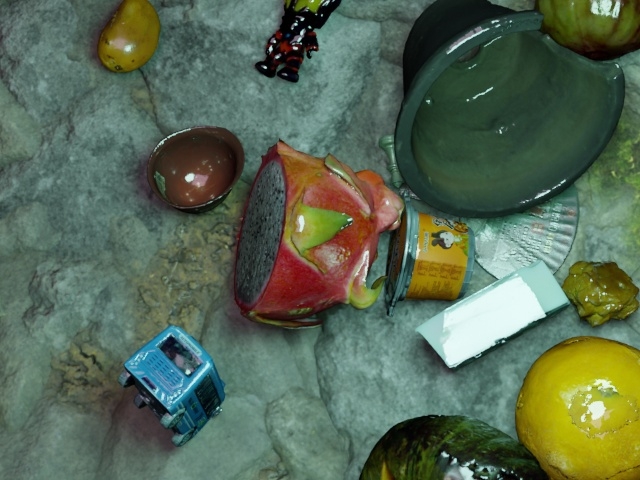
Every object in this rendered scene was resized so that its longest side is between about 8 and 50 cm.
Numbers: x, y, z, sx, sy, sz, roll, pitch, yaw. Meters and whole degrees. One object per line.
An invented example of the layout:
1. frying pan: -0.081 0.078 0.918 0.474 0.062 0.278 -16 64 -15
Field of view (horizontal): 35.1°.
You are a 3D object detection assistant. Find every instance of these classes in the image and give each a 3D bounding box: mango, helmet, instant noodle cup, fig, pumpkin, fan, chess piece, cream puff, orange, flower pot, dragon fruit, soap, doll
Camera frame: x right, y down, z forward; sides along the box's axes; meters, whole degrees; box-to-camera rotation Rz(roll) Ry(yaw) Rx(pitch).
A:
1. mango: -0.353 -0.387 1.884 0.105 0.084 0.159 18 80 6
2. helmet: -0.211 -0.116 1.784 0.175 0.106 0.155 -41 73 -9
3. instant noodle cup: 0.183 0.029 1.668 0.125 0.177 0.208 9 97 -3
4. fig: 0.458 -0.467 1.695 0.217 0.217 0.321 -5 89 7
5. pumpkin: 0.201 0.408 1.511 0.320 0.192 0.320 14 114 33
6. fan: 0.316 -0.067 1.743 0.294 0.012 0.223 43 86 14
7. chess piece: 0.129 -0.137 1.777 0.042 0.042 0.093 -11 82 6
8. cream puff: 0.451 0.086 1.643 0.122 0.094 0.116 43 44 8
9. orange: 0.415 0.266 1.526 0.246 0.246 0.246 -2 76 8
10. flower pot: 0.262 -0.245 1.644 0.379 0.379 0.251 -24 44 2
11. dragon fruit: 0.000 0.000 1.642 0.226 0.305 0.305 11 76 -20
12. soap: 0.279 0.128 1.630 0.230 0.145 0.091 -32 75 6
13. doll: -0.030 -0.408 1.840 0.127 0.088 0.248 29 86 14

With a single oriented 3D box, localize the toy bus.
1. toy bus: -0.230 0.236 1.634 0.113 0.246 0.134 41 74 16
